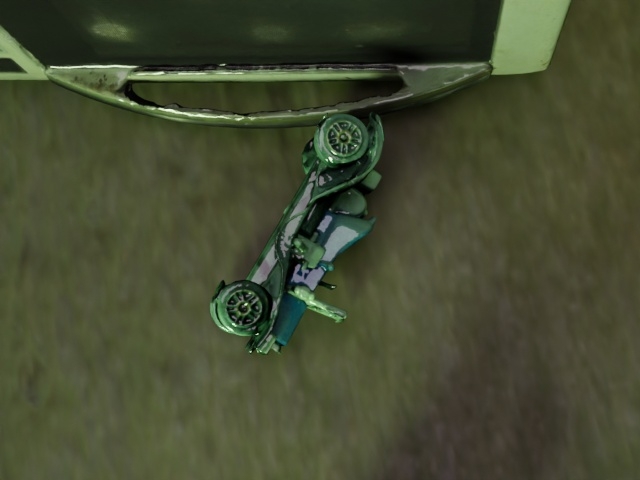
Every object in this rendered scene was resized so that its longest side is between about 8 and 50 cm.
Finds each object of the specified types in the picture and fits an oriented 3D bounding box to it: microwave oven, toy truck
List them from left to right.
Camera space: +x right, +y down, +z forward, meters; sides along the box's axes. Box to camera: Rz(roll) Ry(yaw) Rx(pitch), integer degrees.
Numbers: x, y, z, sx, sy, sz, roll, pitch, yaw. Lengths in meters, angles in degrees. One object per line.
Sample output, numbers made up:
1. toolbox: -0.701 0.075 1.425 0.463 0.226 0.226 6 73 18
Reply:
1. microwave oven: -0.057 -0.261 0.532 0.394 0.247 0.333 1 73 6
2. toy truck: -0.001 0.001 0.563 0.078 0.080 0.154 31 81 -4
